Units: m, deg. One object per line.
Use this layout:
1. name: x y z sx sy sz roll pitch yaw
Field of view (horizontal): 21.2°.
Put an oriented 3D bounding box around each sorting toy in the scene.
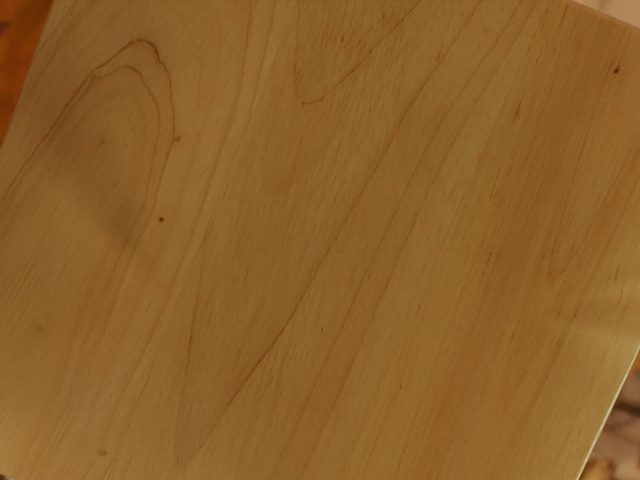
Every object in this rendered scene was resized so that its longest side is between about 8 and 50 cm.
1. sorting toy: 0.000 0.000 0.694 0.089 0.255 0.257 -73 -174 -77
